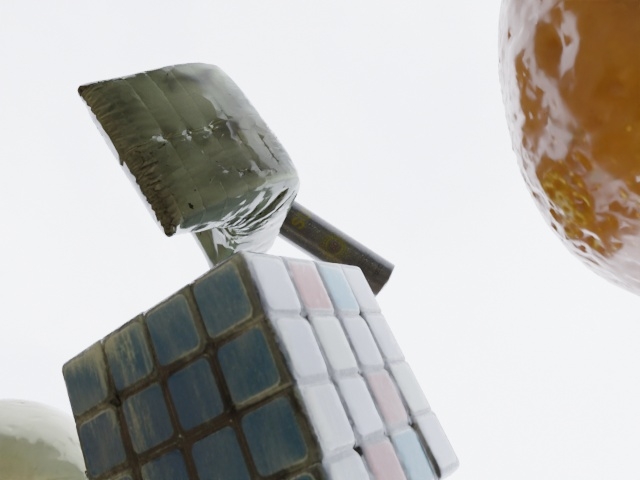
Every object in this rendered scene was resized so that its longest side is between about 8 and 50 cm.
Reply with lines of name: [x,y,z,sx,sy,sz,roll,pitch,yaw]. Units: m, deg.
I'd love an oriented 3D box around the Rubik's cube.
Rubik's cube: [-0.056,0.183,0.644,0.256,0.253,0.259,-33,-110,23]

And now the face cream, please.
face cream: [0.000,0.000,1.153,0.284,0.073,0.073,33,-84,2]

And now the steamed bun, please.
steamed bun: [-0.435,0.363,0.877,0.311,0.334,0.233,-70,-157,7]

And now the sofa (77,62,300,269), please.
sofa: [-0.157,-0.061,0.748,0.210,0.176,0.225,56,-32,15]

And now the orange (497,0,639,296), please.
orange: [0.266,-0.123,0.362,0.341,0.293,0.340,-20,-137,20]
